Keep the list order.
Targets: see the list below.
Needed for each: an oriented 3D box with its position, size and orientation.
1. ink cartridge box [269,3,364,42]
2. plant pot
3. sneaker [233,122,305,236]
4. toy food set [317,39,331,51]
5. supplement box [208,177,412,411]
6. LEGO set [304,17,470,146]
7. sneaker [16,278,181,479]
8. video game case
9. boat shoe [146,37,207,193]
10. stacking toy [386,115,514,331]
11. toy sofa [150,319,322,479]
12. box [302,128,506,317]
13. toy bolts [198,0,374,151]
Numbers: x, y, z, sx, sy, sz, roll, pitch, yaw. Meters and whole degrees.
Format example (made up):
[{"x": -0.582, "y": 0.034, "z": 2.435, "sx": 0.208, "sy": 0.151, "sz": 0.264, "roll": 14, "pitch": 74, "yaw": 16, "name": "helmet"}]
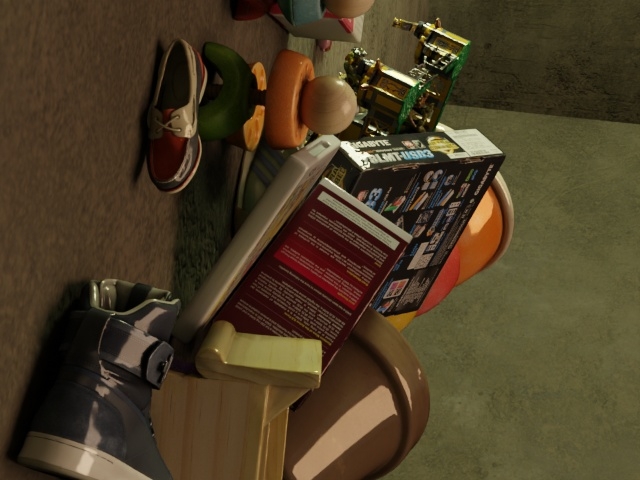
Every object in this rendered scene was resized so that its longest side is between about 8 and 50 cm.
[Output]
[{"x": 0.009, "y": -0.390, "z": 1.402, "sx": 0.172, "sy": 0.100, "sz": 0.237, "roll": -4, "pitch": 101, "yaw": -81, "name": "ink cartridge box"}, {"x": -0.036, "y": 0.218, "z": 1.286, "sx": 0.229, "sy": 0.263, "sz": 0.263, "roll": -40, "pitch": 140, "yaw": -49, "name": "plant pot"}, {"x": -0.049, "y": -0.085, "z": 1.328, "sx": 0.064, "sy": 0.086, "sz": 0.192, "roll": 64, "pitch": 34, "yaw": -73, "name": "sneaker"}, {"x": 0.009, "y": -0.334, "z": 1.720, "sx": 0.122, "sy": 0.019, "sz": 0.078, "roll": 83, "pitch": 15, "yaw": -84, "name": "toy food set"}, {"x": -0.011, "y": 0.057, "z": 1.220, "sx": 0.239, "sy": 0.130, "sz": 0.073, "roll": -53, "pitch": 175, "yaw": -34, "name": "supplement box"}, {"x": 0.060, "y": -0.207, "z": 1.572, "sx": 0.331, "sy": 0.192, "sz": 0.255, "roll": -48, "pitch": 161, "yaw": -48, "name": "LEGO set"}, {"x": -0.150, "y": 0.124, "z": 0.866, "sx": 0.226, "sy": 0.086, "sz": 0.163, "roll": 72, "pitch": 29, "yaw": -67, "name": "sneaker"}, {"x": -0.064, "y": -0.008, "z": 1.165, "sx": 0.227, "sy": 0.026, "sz": 0.206, "roll": -54, "pitch": 178, "yaw": 16, "name": "video game case"}, {"x": -0.128, "y": -0.109, "z": 0.948, "sx": 0.043, "sy": 0.049, "sz": 0.137, "roll": 65, "pitch": 31, "yaw": -67, "name": "boat shoe"}, {"x": 0.081, "y": 0.055, "z": 1.759, "sx": 0.480, "sy": 0.350, "sz": 0.350, "roll": -55, "pitch": 155, "yaw": -39, "name": "stacking toy"}, {"x": -0.101, "y": 0.269, "z": 1.065, "sx": 0.150, "sy": 0.177, "sz": 0.362, "roll": -77, "pitch": 173, "yaw": -84, "name": "toy sofa"}, {"x": 0.079, "y": -0.009, "z": 1.464, "sx": 0.293, "sy": 0.073, "sz": 0.295, "roll": -8, "pitch": 135, "yaw": -42, "name": "box"}, {"x": -0.024, "y": -0.198, "z": 1.166, "sx": 0.218, "sy": 0.158, "sz": 0.228, "roll": 40, "pitch": 57, "yaw": -79, "name": "toy bolts"}]
